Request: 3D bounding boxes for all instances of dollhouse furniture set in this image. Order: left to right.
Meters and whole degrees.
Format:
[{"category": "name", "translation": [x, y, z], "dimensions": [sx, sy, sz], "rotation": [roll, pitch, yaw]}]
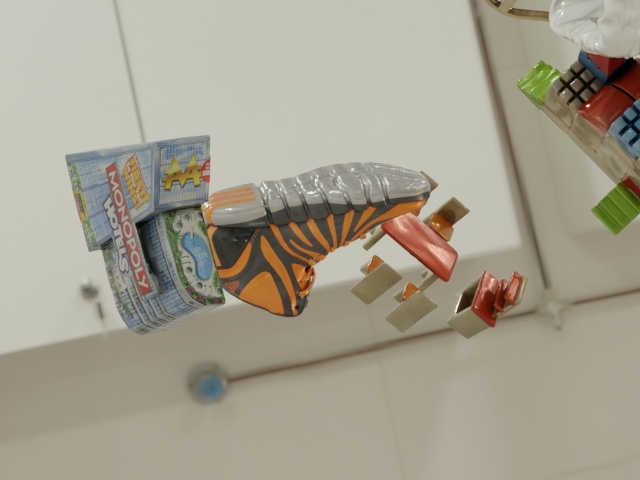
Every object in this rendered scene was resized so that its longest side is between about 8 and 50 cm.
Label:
[{"category": "dollhouse furniture set", "translation": [0.206, 0.035, 2.296], "dimensions": [0.135, 0.259, 0.262], "rotation": [-40, 16, 41]}]

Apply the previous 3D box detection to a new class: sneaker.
[{"category": "sneaker", "translation": [0.000, 0.000, 1.910], "dimensions": [0.321, 0.180, 0.125], "rotation": [-9, 23, -2]}]

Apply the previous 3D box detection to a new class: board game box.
[{"category": "board game box", "translation": [-0.157, -0.019, 1.279], "dimensions": [0.060, 0.194, 0.194], "rotation": [-11, -8, -33]}]

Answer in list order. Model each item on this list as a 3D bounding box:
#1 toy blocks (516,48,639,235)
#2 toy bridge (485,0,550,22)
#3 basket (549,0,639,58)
[{"category": "toy blocks", "translation": [0.414, -0.121, 1.682], "dimensions": [0.190, 0.381, 0.261], "rotation": [-43, -9, -1]}, {"category": "toy bridge", "translation": [0.272, -0.347, 1.929], "dimensions": [0.188, 0.026, 0.063], "rotation": [28, -48, -12]}, {"category": "basket", "translation": [0.413, -0.353, 1.453], "dimensions": [0.266, 0.331, 0.328], "rotation": [8, 13, -2]}]
